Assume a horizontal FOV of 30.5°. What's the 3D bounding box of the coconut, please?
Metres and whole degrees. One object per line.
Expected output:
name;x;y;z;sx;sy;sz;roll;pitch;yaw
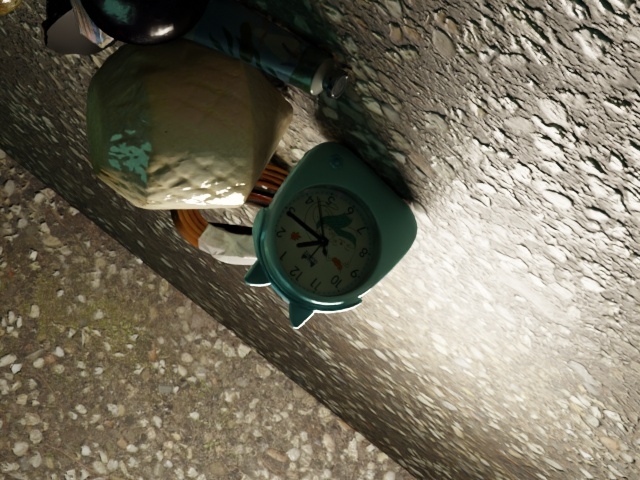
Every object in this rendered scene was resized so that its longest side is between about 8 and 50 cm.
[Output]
coconut;-0.194;-0.183;1.800;0.329;0.329;0.329;36;162;14

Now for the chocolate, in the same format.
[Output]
chocolate;-0.416;-0.405;1.989;0.156;0.156;0.133;95;153;-69

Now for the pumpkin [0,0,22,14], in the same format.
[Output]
pumpkin;-0.651;-0.503;2.141;0.219;0.162;0.219;35;166;10

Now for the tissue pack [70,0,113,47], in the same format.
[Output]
tissue pack;-0.334;-0.388;1.838;0.065;0.115;0.155;39;163;14

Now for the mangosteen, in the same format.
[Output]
mangosteen;-0.241;-0.362;1.627;0.194;0.194;0.230;40;-178;-1

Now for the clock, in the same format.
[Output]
clock;0.000;0.000;1.836;0.223;0.274;0.094;45;163;-8

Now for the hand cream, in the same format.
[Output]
hand cream;-0.084;-0.276;1.664;0.271;0.091;0.058;31;-178;19

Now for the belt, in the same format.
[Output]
belt;-0.135;-0.048;2.086;0.261;0.184;0.105;15;167;-14
